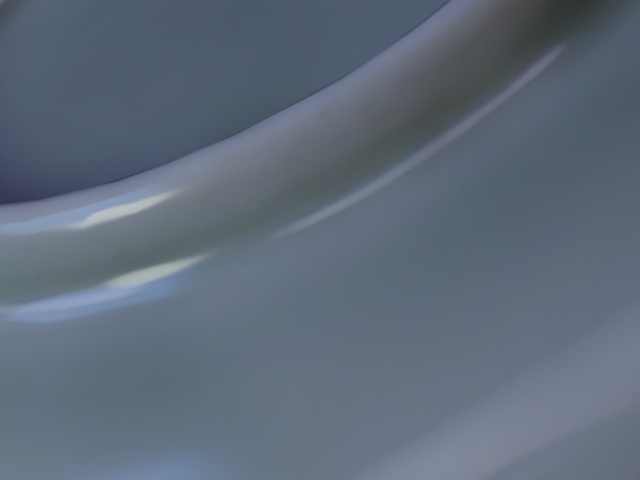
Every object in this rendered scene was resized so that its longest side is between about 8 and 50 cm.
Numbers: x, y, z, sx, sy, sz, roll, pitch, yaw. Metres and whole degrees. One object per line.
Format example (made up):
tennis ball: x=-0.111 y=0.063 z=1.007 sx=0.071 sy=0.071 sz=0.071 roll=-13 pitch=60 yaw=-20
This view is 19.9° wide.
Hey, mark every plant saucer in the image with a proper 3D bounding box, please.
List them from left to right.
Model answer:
plant saucer: x=-0.008 y=-0.038 z=0.455 sx=0.400 sy=0.100 sz=0.400 roll=-21 pitch=34 yaw=15
